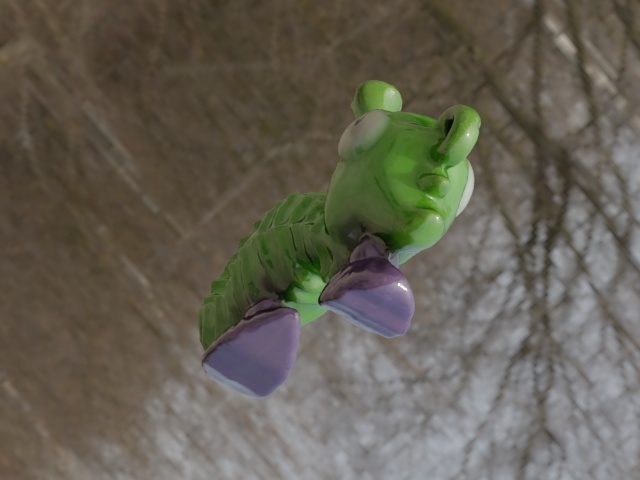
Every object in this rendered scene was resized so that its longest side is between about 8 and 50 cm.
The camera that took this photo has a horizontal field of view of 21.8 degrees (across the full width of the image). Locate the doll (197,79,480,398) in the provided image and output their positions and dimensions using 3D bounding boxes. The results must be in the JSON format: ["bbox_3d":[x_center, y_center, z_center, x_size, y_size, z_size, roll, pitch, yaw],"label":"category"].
[{"bbox_3d":[0.000,0.000,0.612,0.190,0.050,0.115,-37,-155,51],"label":"doll"}]
